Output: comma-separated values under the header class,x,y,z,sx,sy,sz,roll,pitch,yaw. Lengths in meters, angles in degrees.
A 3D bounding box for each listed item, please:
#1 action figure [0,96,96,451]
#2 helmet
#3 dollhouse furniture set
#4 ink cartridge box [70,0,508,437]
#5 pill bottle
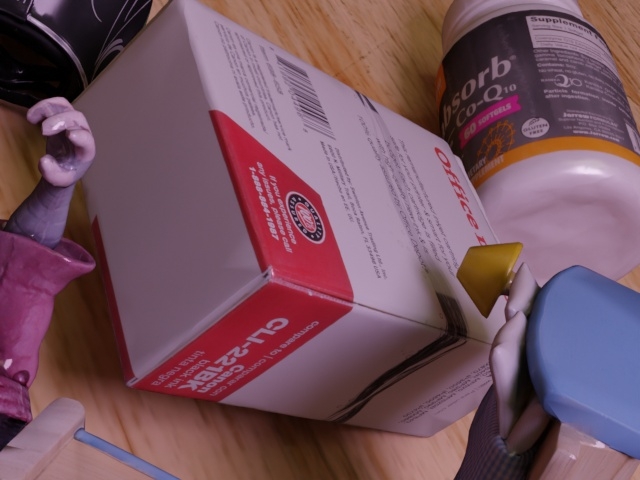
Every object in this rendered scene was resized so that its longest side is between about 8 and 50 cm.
class,x,y,z,sx,sy,sz,roll,pitch,yaw
action figure,-0.240,0.048,0.446,0.370,0.276,0.248,50,45,-14
helmet,-0.192,-0.179,0.680,0.169,0.169,0.161,23,60,-15
dollhouse furniture set,-0.002,0.148,0.464,0.198,0.286,0.303,26,28,8
ink cartridge box,0.000,0.000,0.614,0.273,0.114,0.197,20,41,-46
pill bottle,0.182,-0.100,0.850,0.162,0.162,0.278,17,45,-21
